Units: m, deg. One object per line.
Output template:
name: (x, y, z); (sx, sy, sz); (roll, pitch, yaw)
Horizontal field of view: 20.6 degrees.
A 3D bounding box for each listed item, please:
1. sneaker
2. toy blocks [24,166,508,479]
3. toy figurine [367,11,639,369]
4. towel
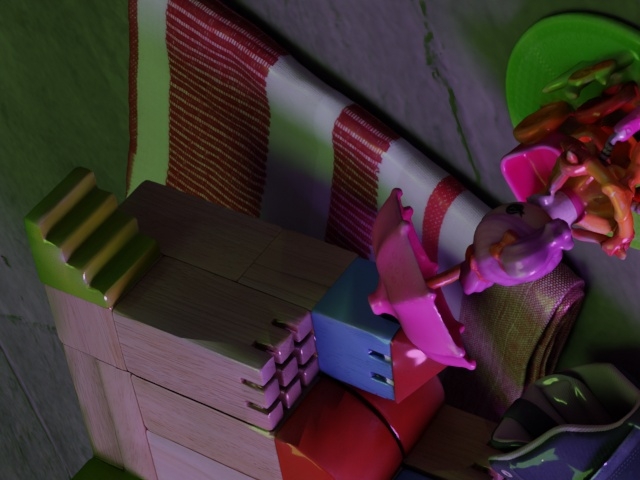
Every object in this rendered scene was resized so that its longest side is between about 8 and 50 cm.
sneaker: (0.146, 0.157, 0.940); (0.163, 0.086, 0.226); (38, 140, 1)
toy blocks: (-0.002, 0.136, 1.010); (0.261, 0.191, 0.381); (19, 138, 27)
toy figurine: (0.098, -0.009, 0.762); (0.173, 0.159, 0.130); (-11, 114, 57)
towel: (0.000, 0.000, 1.039); (0.329, 0.037, 0.237); (39, 148, 21)
